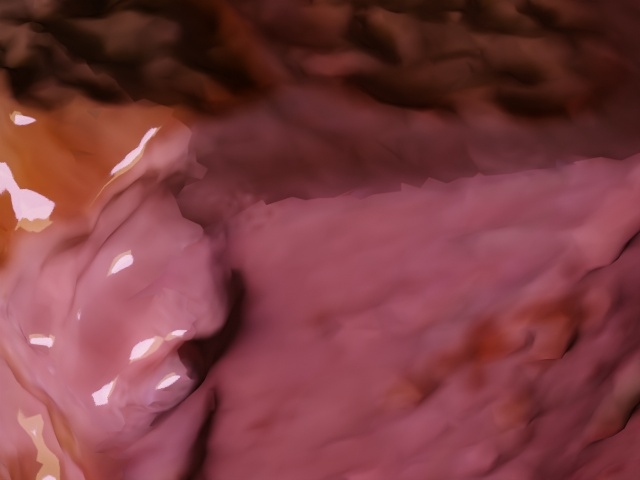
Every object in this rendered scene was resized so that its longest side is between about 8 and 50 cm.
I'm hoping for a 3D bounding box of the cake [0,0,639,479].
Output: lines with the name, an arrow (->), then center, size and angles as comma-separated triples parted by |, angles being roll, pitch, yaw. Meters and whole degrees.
cake -> 0.000, 0.000, 0.578 | 0.314, 0.307, 0.293 | 103, 148, -42
